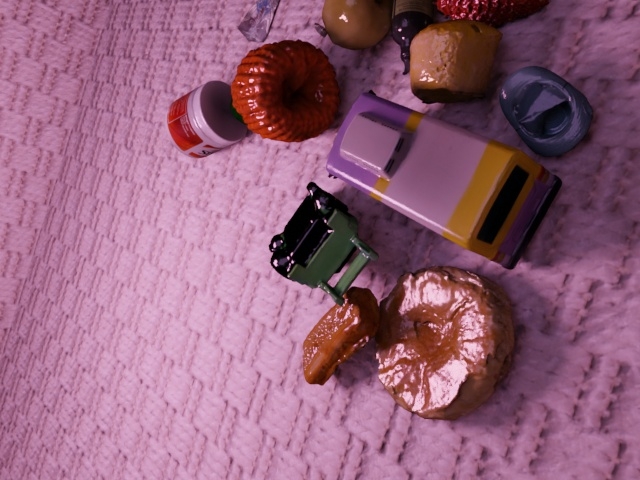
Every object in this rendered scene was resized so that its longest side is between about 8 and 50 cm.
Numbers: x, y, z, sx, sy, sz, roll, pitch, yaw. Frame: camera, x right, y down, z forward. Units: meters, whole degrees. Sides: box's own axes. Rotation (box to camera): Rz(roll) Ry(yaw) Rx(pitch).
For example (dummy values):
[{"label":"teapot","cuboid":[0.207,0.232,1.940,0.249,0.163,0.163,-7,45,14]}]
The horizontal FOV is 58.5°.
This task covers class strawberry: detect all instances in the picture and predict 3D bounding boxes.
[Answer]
[{"label":"strawberry","cuboid":[0.358,-0.563,1.266,0.286,0.106,0.189,17,92,43]}]

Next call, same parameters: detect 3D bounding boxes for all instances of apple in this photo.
[{"label":"apple","cuboid":[0.099,-0.581,1.454,0.200,0.200,0.200,-13,71,39]}]

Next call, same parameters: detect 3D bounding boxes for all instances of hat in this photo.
[{"label":"hat","cuboid":[0.447,-0.255,1.129,0.138,0.077,0.191,-46,71,34]},{"label":"hat","cuboid":[-0.147,-0.420,1.576,0.400,0.285,0.286,25,96,48]}]

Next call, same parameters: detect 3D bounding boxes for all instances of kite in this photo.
[{"label":"kite","cuboid":[-0.162,-0.790,1.860,0.169,0.015,0.310,46,113,39]}]

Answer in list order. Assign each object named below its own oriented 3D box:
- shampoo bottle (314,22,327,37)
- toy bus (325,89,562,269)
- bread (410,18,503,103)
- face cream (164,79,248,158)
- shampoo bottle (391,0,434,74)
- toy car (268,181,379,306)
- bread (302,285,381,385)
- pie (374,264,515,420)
[{"label":"shampoo bottle","cuboid":[0.063,-0.656,1.590,0.207,0.057,0.064,-44,54,24]},{"label":"toy bus","cuboid":[0.222,-0.139,1.178,0.439,0.249,0.210,35,103,42]},{"label":"bread","cuboid":[0.290,-0.388,1.240,0.197,0.197,0.171,9,97,43]},{"label":"face cream","cuboid":[-0.359,-0.376,1.799,0.187,0.201,0.201,-15,69,38]},{"label":"shampoo bottle","cuboid":[0.224,-0.549,1.387,0.101,0.101,0.284,-3,77,42]},{"label":"toy car","cuboid":[0.000,0.000,1.365,0.214,0.176,0.359,-55,13,7]},{"label":"bread","cuboid":[0.043,0.227,1.314,0.271,0.077,0.139,-54,30,36]},{"label":"pie","cuboid":[0.239,0.206,1.181,0.339,0.083,0.340,-17,66,42]}]
